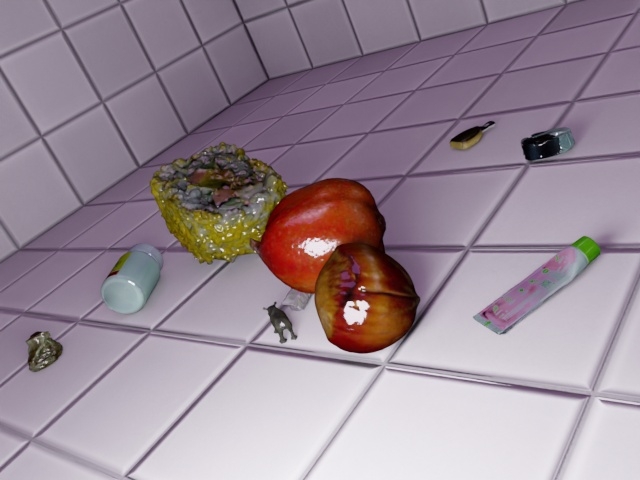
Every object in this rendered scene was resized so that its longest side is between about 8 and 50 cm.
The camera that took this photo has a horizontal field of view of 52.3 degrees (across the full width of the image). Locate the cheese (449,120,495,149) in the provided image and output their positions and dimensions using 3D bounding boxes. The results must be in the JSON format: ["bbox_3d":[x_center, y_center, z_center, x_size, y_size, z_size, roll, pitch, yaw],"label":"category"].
[{"bbox_3d":[0.488,-0.338,2.061,0.162,0.036,0.086,-34,23,-19],"label":"cheese"}]

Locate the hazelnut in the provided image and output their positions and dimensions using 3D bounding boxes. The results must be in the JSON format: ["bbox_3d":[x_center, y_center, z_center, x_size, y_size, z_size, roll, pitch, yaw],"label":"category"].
[{"bbox_3d":[0.094,0.122,1.324,0.229,0.229,0.229,-20,25,10],"label":"hazelnut"}]

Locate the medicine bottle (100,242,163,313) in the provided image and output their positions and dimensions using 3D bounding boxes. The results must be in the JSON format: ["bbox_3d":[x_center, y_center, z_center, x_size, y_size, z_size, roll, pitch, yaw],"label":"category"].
[{"bbox_3d":[-0.574,0.114,2.008,0.139,0.139,0.225,-18,25,15],"label":"medicine bottle"}]

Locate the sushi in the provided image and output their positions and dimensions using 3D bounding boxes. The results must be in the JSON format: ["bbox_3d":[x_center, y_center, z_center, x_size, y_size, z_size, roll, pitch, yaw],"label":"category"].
[{"bbox_3d":[-0.287,-0.119,1.987,0.351,0.240,0.396,-32,48,-26],"label":"sushi"}]

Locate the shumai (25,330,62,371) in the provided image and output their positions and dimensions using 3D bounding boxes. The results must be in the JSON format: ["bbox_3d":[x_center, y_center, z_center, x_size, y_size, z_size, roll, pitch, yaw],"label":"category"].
[{"bbox_3d":[-0.812,0.313,1.892,0.099,0.087,0.124,-23,26,-1],"label":"shumai"}]

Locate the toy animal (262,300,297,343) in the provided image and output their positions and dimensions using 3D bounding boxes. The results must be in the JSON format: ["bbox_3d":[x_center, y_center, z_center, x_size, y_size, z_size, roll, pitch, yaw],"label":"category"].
[{"bbox_3d":[-0.097,0.184,1.516,0.047,0.065,0.136,-27,23,-7],"label":"toy animal"}]

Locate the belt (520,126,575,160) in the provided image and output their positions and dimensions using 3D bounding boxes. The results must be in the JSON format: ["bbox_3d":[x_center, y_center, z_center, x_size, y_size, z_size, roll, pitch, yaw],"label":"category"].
[{"bbox_3d":[0.614,-0.260,1.763,0.140,0.058,0.105,-10,22,37],"label":"belt"}]

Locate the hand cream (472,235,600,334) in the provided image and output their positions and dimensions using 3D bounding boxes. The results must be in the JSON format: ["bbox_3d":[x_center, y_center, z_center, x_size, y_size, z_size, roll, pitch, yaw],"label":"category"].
[{"bbox_3d":[0.425,0.087,1.263,0.275,0.050,0.079,-35,1,-10],"label":"hand cream"}]

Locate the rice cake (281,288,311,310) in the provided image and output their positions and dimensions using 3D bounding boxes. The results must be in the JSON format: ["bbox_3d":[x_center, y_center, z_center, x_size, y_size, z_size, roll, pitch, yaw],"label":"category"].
[{"bbox_3d":[-0.030,0.091,1.659,0.055,0.049,0.270,-25,21,35],"label":"rice cake"}]

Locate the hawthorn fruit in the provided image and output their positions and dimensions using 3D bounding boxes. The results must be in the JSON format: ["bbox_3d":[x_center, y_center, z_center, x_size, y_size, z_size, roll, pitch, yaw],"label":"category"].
[{"bbox_3d":[0.015,-0.002,1.531,0.311,0.295,0.295,-18,18,-32],"label":"hawthorn fruit"}]
